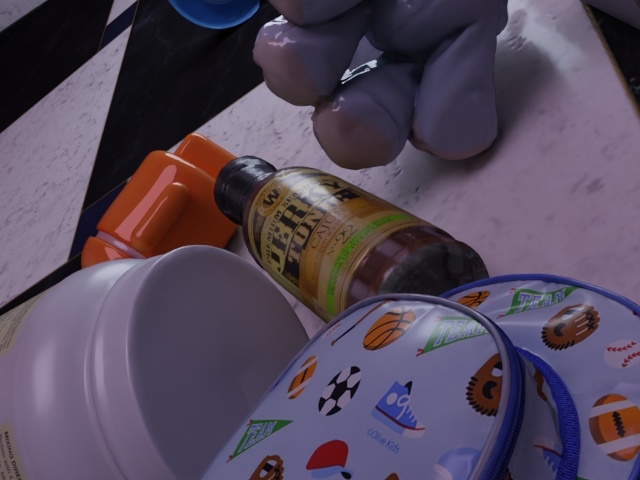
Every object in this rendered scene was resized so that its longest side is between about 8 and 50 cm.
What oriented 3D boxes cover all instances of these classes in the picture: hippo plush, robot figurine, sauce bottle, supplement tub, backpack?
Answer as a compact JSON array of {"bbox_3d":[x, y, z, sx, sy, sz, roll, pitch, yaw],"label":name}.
[{"bbox_3d":[0.058,-0.229,0.755,0.236,0.234,0.294,-100,24,-63],"label":"hippo plush"},{"bbox_3d":[-0.167,-0.006,0.902,0.158,0.128,0.219,15,68,51],"label":"robot figurine"},{"bbox_3d":[0.000,0.000,0.720,0.111,0.111,0.344,-52,34,-5],"label":"sauce bottle"},{"bbox_3d":[-0.180,0.154,0.655,0.325,0.235,0.235,-26,40,30],"label":"supplement tub"},{"bbox_3d":[0.073,0.140,0.427,0.263,0.213,0.276,-48,29,-19],"label":"backpack"}]

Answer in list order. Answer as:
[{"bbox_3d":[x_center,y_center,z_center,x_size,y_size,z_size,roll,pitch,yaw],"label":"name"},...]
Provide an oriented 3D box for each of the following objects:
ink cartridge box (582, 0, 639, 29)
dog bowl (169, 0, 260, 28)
[{"bbox_3d":[0.292,-0.263,0.683,0.175,0.072,0.127,-42,34,9],"label":"ink cartridge box"},{"bbox_3d":[-0.107,-0.450,1.252,0.297,0.166,0.074,-39,24,15],"label":"dog bowl"}]
